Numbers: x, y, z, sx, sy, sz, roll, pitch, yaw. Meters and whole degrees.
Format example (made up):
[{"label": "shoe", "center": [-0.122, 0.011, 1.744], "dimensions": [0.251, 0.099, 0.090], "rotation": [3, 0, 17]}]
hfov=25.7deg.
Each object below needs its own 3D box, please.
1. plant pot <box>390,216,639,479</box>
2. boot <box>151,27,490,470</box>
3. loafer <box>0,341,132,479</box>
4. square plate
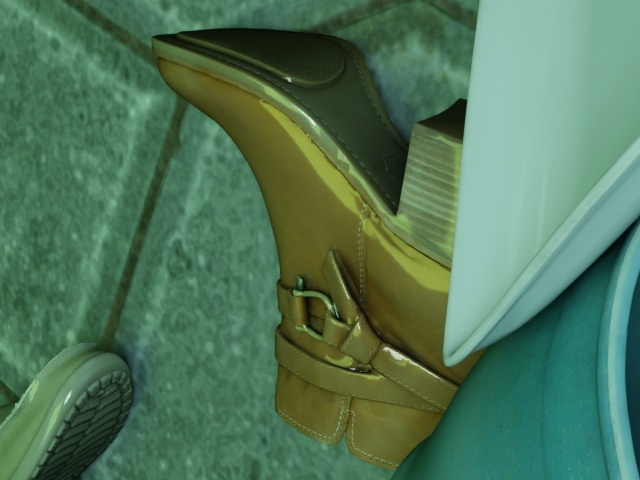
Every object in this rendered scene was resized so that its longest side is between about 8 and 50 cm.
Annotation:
[{"label": "plant pot", "center": [0.159, 0.132, 0.635], "dimensions": [0.255, 0.271, 0.272], "rotation": [-38, 76, 52]}, {"label": "boot", "center": [0.000, 0.000, 0.838], "dimensions": [0.283, 0.109, 0.220], "rotation": [23, 119, 26]}, {"label": "loafer", "center": [-0.231, 0.159, 1.054], "dimensions": [0.092, 0.102, 0.268], "rotation": [47, 127, 14]}, {"label": "square plate", "center": [0.146, -0.164, 0.513], "dimensions": [0.347, 0.049, 0.344], "rotation": [124, 160, -55]}]
